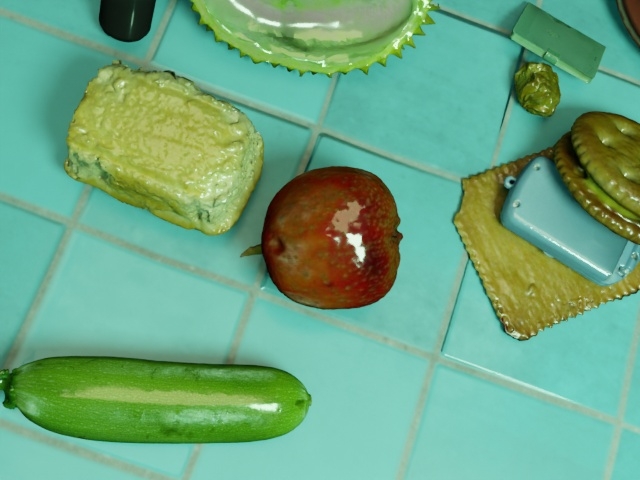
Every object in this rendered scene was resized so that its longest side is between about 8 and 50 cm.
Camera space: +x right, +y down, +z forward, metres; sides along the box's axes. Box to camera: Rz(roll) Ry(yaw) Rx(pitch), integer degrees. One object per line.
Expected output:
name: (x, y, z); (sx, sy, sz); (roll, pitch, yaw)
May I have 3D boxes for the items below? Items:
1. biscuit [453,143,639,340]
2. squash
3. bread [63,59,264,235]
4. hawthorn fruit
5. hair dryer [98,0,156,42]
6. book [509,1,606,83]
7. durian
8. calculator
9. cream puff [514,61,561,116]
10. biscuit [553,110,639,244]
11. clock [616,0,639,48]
biscuit: (0.309, -0.006, 1.080); (0.232, 0.013, 0.237); (-20, 76, -13)
squash: (-0.198, 0.185, 0.912); (0.379, 0.101, 0.101); (6, 73, -10)
bread: (-0.194, -0.117, 0.991); (0.245, 0.121, 0.174); (22, 80, -5)
hawthorn fruit: (0.000, 0.000, 0.964); (0.200, 0.179, 0.179); (-10, 74, 11)
hair dryer: (-0.197, -0.365, 1.094); (0.070, 0.114, 0.248); (45, 53, 11)
book: (0.346, -0.287, 1.149); (0.135, 0.017, 0.103); (31, 49, 2)
durian: (-0.015, -0.322, 1.050); (0.356, 0.169, 0.157); (4, 71, -5)
calculator: (0.338, -0.028, 1.063); (0.210, 0.039, 0.121); (31, 69, 2)
cream puff: (0.309, -0.214, 1.123); (0.058, 0.083, 0.083); (-21, 87, 30)
biscuit: (0.417, -0.085, 1.053); (0.220, 0.066, 0.220); (17, 43, -16)
clock: (0.593, -0.370, 1.193); (0.318, 0.080, 0.318); (3, 76, -11)
